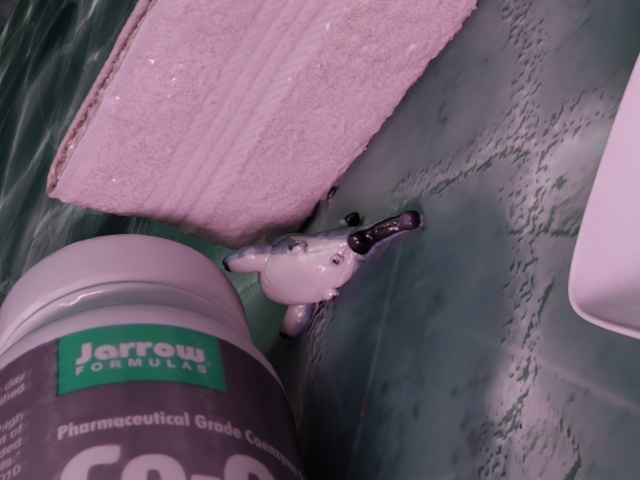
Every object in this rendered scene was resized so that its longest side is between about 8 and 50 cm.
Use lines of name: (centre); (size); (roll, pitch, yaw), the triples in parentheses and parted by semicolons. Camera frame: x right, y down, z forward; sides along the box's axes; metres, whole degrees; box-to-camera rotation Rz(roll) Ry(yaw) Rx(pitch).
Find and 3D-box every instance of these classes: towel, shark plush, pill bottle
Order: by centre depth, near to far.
pill bottle: (-0.102, 0.166, 0.571); (0.204, 0.204, 0.361); (-56, 29, 24)
towel: (-0.040, -0.103, 0.674); (0.282, 0.187, 0.049); (-52, 34, 32)
shark plush: (0.000, 0.000, 0.675); (0.067, 0.073, 0.161); (-50, 6, -38)

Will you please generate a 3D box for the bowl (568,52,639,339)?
bowl: (0.167, -0.022, 0.371); (0.142, 0.053, 0.142); (7, 78, 64)
